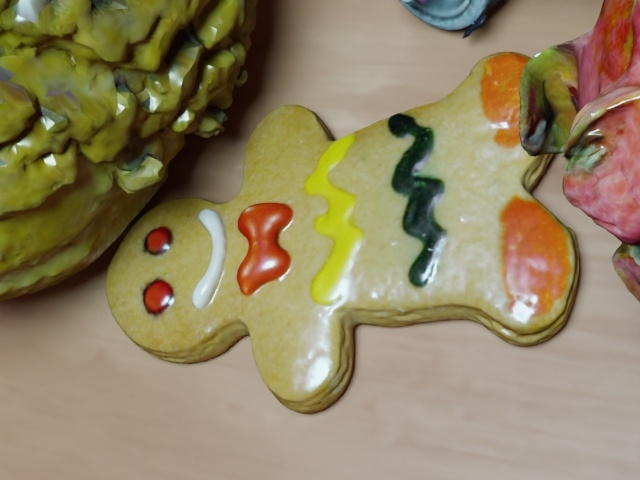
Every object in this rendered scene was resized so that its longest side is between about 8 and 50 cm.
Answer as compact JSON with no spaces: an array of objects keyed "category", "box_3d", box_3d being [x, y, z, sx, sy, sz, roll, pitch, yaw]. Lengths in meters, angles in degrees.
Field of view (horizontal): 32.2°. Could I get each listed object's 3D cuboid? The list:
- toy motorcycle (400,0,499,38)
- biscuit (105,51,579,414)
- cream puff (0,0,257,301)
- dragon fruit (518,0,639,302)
[{"category":"toy motorcycle","box_3d":[0.124,-0.216,0.488,0.205,0.275,0.127,-42,96,-28]},{"category":"biscuit","box_3d":[0.000,0.000,0.546,0.250,0.036,0.165,-13,64,20]},{"category":"cream puff","box_3d":[-0.184,-0.146,0.518,0.231,0.327,0.343,149,120,-64]},{"category":"dragon fruit","box_3d":[0.192,-0.049,0.377,0.227,0.224,0.224,-46,58,-4]}]
